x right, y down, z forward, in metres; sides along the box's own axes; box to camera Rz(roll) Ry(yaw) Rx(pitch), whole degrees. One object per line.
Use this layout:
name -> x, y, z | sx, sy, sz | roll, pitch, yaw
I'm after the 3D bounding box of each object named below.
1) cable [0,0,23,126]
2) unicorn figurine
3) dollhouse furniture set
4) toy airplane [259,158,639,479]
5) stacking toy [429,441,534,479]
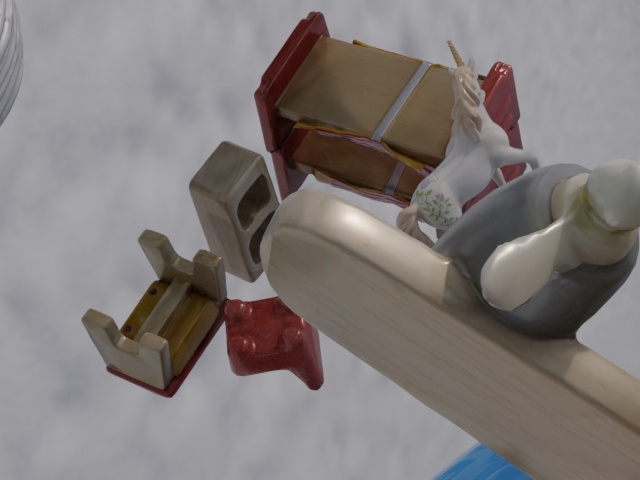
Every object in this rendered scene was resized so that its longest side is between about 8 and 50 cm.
cable -> -0.349, -0.138, 1.300 | 0.089, 0.257, 0.257 | 62, 34, -50
unicorn figurine -> 0.110, -0.053, 1.230 | 0.111, 0.060, 0.162 | 44, 63, -28
dollhouse furniture set -> 0.000, 0.000, 1.414 | 0.374, 0.201, 0.152 | -57, 152, -27
toy airplane -> 0.200, 0.116, 0.698 | 0.272, 0.384, 0.386 | -61, 142, -11
stacking toy -> 0.196, 0.271, 1.229 | 0.166, 0.175, 0.302 | -37, 134, -2
